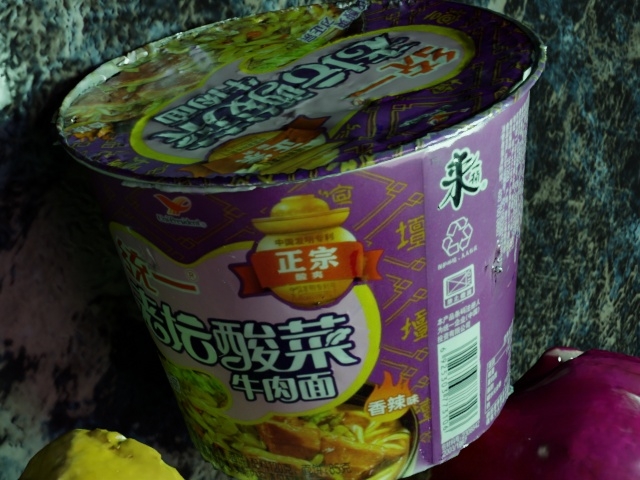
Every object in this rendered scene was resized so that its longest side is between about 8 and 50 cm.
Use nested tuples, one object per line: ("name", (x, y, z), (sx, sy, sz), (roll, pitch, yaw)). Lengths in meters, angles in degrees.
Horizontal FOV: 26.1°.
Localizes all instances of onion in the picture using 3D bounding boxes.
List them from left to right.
("onion", (0.123, 0.232, 1.121), (0.420, 0.398, 0.398), (33, 62, -6))

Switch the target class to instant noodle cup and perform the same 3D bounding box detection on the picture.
("instant noodle cup", (0.000, 0.000, 0.992), (0.340, 0.340, 0.266), (-36, 127, -41))

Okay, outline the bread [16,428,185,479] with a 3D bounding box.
("bread", (-0.183, 0.308, 0.781), (0.236, 0.165, 0.375), (53, 51, -19))
